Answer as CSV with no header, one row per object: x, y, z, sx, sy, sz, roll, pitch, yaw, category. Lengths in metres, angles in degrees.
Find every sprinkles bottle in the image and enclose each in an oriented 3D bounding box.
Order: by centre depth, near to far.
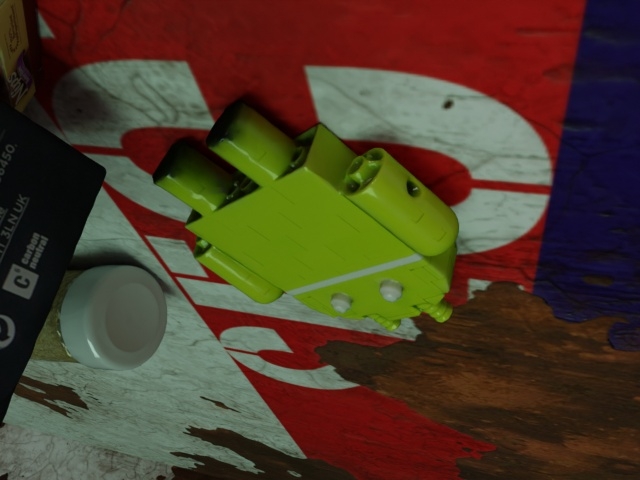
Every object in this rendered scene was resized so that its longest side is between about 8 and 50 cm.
-0.363,0.096,0.802,0.355,0.121,0.121,-3,144,32,sprinkles bottle

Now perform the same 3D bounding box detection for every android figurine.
0.000,0.000,0.525,0.273,0.056,0.248,39,144,-29,android figurine

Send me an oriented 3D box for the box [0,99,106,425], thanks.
-0.503,-0.033,0.391,0.480,0.297,0.472,2,157,35,box

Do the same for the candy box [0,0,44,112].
-0.284,-0.162,0.406,0.186,0.053,0.109,21,150,-9,candy box
